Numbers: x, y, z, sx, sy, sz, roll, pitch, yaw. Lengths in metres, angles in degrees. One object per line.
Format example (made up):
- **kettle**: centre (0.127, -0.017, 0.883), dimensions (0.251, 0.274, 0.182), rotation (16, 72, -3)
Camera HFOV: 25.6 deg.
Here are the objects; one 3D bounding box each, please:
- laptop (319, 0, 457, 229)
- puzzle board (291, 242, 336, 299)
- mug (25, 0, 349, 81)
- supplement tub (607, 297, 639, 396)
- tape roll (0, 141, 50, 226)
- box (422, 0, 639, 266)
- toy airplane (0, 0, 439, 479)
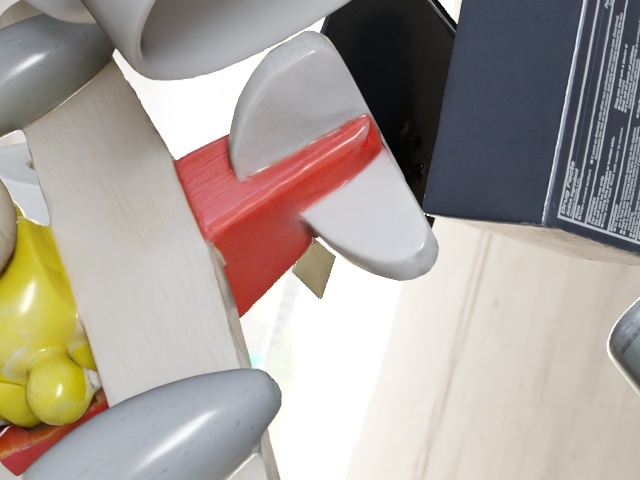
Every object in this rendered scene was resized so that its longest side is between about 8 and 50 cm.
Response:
- **laptop**: centre (0.046, -0.285, 1.945), dimensions (0.236, 0.382, 0.408), rotation (-43, -130, 4)
- **puzzle board**: centre (0.000, 0.000, 1.794), dimensions (0.096, 0.011, 0.128), rotation (48, 56, -56)
- **mug**: centre (-0.097, -0.268, 0.727), dimensions (0.276, 0.328, 0.374), rotation (-29, 171, -44)
- **supplement tub**: centre (0.472, 0.178, 1.506), dimensions (0.316, 0.194, 0.193), rotation (54, -31, 26)
- **tape roll**: centre (-0.363, -0.069, 2.094), dimensions (0.286, 0.286, 0.100), rotation (-85, 179, -72)
- **box**: centre (0.291, -0.140, 1.603), dimensions (0.183, 0.294, 0.296), rotation (8, -95, 44)
- **toy airplane**: centre (-0.131, 0.011, 0.825), dimensions (0.386, 0.272, 0.384), rotation (4, -107, 44)
